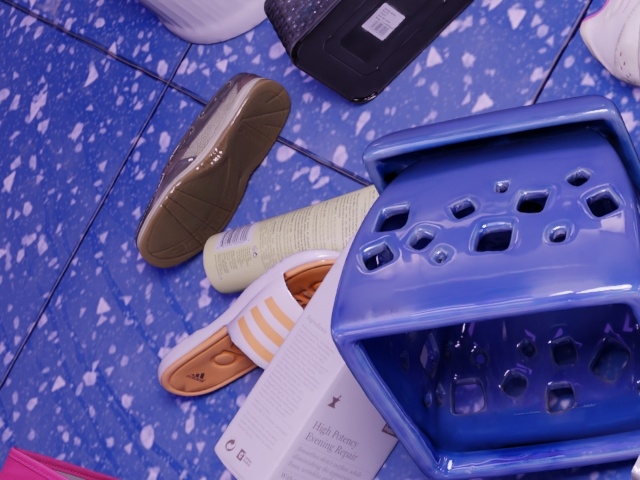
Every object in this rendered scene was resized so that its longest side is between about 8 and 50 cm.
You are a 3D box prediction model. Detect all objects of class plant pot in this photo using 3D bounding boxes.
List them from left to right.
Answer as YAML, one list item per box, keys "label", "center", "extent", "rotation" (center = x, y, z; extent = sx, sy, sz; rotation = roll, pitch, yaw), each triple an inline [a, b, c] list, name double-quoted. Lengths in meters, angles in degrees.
- label: "plant pot"
  center: [0.156, 0.030, 1.393]
  extent: [0.235, 0.236, 0.212]
  rotation: [-11, 52, 18]

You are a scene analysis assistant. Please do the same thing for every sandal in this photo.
- label: "sandal"
  center: [-0.048, 0.100, 1.683]
  extent: [0.265, 0.102, 0.076]
  rotation: [-38, 48, 35]

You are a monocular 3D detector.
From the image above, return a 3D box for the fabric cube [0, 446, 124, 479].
- label: "fabric cube"
  center: [-0.152, 0.356, 1.508]
  extent: [0.259, 0.254, 0.258]
  rotation: [22, 86, 39]

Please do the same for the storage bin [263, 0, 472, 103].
- label: "storage bin"
  center: [0.050, -0.234, 1.739]
  extent: [0.180, 0.122, 0.084]
  rotation: [-45, 45, 17]

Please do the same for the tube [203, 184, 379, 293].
- label: "tube"
  center: [0.000, 0.000, 1.719]
  extent: [0.240, 0.062, 0.070]
  rotation: [-16, 102, 32]

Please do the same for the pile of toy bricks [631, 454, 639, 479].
- label: "pile of toy bricks"
  center: [0.251, 0.250, 1.325]
  extent: [0.105, 0.118, 0.212]
  rotation: [24, 68, 20]

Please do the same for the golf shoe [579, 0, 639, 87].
- label: "golf shoe"
  center: [0.318, -0.265, 1.512]
  extent: [0.140, 0.115, 0.306]
  rotation: [27, 88, 51]

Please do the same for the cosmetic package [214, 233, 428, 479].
- label: "cosmetic package"
  center: [0.024, 0.123, 1.582]
  extent: [0.231, 0.117, 0.085]
  rotation: [-57, 43, 6]

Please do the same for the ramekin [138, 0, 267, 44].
- label: "ramekin"
  center: [-0.125, -0.366, 1.968]
  extent: [0.277, 0.135, 0.277]
  rotation: [-22, 55, 34]

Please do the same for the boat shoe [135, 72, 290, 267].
- label: "boat shoe"
  center: [-0.117, -0.074, 1.853]
  extent: [0.224, 0.080, 0.073]
  rotation: [-55, 37, -1]
